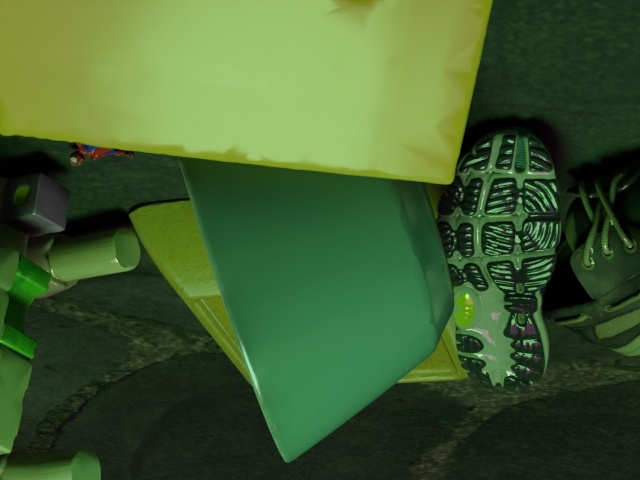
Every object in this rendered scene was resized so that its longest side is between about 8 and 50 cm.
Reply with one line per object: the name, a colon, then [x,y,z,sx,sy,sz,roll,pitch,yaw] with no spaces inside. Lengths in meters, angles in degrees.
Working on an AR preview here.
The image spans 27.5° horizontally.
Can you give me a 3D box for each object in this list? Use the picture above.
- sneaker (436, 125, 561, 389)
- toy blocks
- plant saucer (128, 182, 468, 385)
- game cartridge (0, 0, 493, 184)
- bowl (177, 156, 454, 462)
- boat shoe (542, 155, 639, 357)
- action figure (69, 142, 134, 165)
sneaker: [0.158,0.008,1.161,0.107,0.110,0.275,5,131,10]
toy blocks: [-0.363,0.068,1.153,0.260,0.288,0.309,-9,150,30]
plant saucer: [0.014,0.066,1.309,0.333,0.081,0.333,-5,150,16]
game cartridge: [-0.052,-0.178,0.802,0.324,0.052,0.285,7,125,-3]
bowl: [0.000,0.000,1.016,0.163,0.311,0.311,-17,150,-2]
boat shoe: [0.273,0.005,1.119,0.130,0.132,0.355,6,150,-5]
action figure: [-0.174,-0.086,1.111,0.115,0.030,0.038,-18,149,37]
